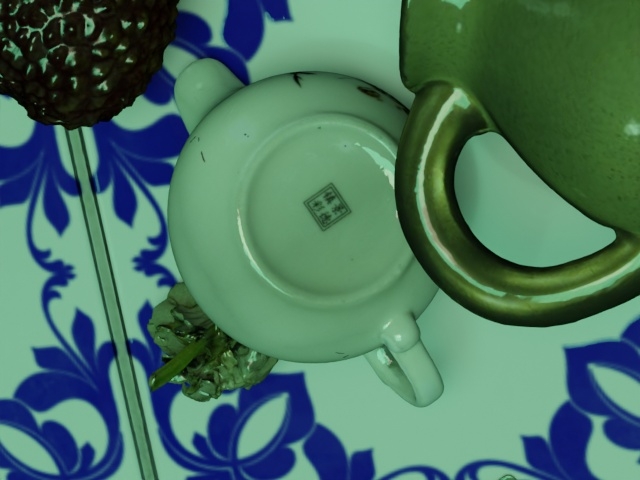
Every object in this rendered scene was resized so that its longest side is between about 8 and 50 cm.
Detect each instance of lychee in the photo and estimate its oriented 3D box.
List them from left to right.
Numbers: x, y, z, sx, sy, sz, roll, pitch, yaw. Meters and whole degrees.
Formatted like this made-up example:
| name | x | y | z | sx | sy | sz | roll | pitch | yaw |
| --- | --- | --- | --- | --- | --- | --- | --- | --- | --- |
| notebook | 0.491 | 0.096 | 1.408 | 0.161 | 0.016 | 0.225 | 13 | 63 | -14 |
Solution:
| name | x | y | z | sx | sy | sz | roll | pitch | yaw |
| --- | --- | --- | --- | --- | --- | --- | --- | --- | --- |
| lychee | -0.188 | -0.175 | 1.323 | 0.188 | 0.188 | 0.188 | 4 | 107 | 12 |

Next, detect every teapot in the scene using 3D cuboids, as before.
| name | x | y | z | sx | sy | sz | roll | pitch | yaw |
| --- | --- | --- | --- | --- | --- | --- | --- | --- | --- |
| teapot | 0.000 | 0.000 | 1.346 | 0.208 | 0.166 | 0.300 | -35 | 105 | -23 |

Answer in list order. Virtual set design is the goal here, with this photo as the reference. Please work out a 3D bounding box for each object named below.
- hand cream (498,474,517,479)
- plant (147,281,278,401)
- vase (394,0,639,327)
| name | x | y | z | sx | sy | sz | roll | pitch | yaw |
| --- | --- | --- | --- | --- | --- | --- | --- | --- | --- |
| hand cream | 0.105 | 0.253 | 1.460 | 0.165 | 0.037 | 0.057 | -40 | 95 | 15 |
| plant | -0.087 | 0.073 | 1.404 | 0.104 | 0.122 | 0.116 | 45 | 118 | 9 |
| vase | 0.167 | -0.102 | 1.213 | 0.302 | 0.241 | 0.329 | 24 | 93 | 12 |
